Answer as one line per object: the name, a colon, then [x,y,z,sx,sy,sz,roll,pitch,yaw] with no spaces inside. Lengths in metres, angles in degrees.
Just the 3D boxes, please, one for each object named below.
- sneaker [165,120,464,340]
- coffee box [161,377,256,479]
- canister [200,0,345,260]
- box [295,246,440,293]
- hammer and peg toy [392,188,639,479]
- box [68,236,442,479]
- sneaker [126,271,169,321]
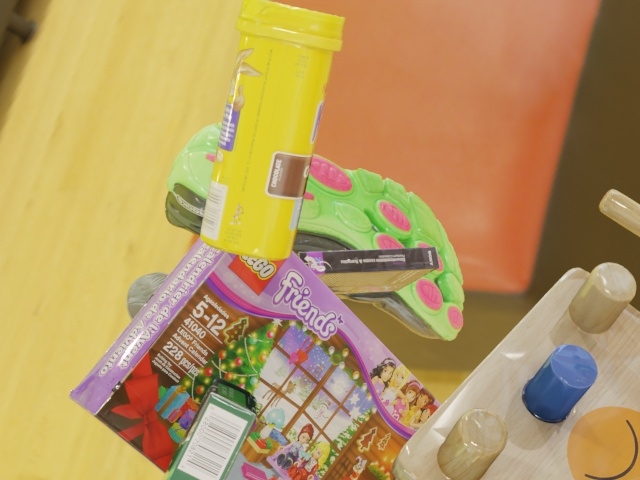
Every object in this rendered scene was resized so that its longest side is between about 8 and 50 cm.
sneaker: [0.000,0.000,1.735,0.202,0.483,0.185,-40,27,45]
coffee box: [-0.103,0.193,0.900,0.184,0.040,0.113,-64,2,-1]
canister: [-0.035,-0.080,0.875,0.126,0.073,0.169,-92,15,-79]
box: [0.035,0.035,1.368,0.116,0.162,0.029,144,123,-65]
hammer and peg toy: [0.249,0.136,0.948,0.361,0.266,0.127,-42,-16,-34]
box: [-0.039,0.139,1.041,0.201,0.293,0.057,-52,33,-14]
sneaker: [-0.206,0.147,1.713,0.083,0.118,0.222,-18,43,-11]
